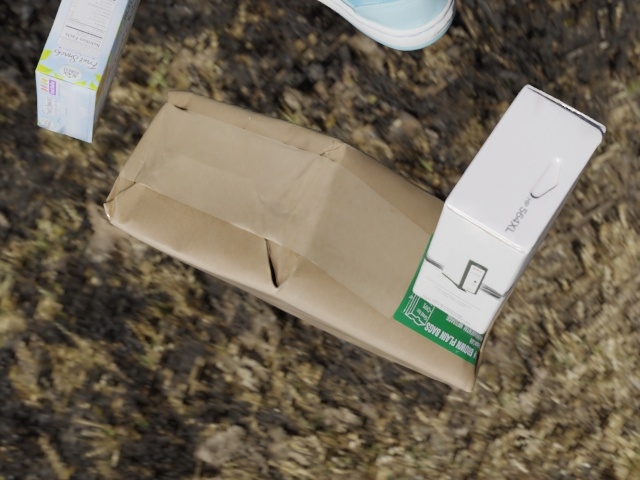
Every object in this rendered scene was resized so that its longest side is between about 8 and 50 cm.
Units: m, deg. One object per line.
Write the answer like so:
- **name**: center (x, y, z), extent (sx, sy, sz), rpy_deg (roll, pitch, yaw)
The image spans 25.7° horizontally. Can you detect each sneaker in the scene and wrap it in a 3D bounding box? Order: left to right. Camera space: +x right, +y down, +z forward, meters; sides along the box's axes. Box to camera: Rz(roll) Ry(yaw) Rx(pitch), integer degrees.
- **sneaker**: center (-0.003, -0.338, 1.413), extent (0.319, 0.208, 0.127), rpy_deg (30, 73, 19)

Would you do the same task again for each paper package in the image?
- **paper package**: center (0.000, 0.000, 1.464), extent (0.309, 0.325, 0.168), rpy_deg (22, 84, 48)

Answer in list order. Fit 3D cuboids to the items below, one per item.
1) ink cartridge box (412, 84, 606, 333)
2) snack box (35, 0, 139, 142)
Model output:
- **ink cartridge box**: center (0.166, -0.025, 1.266), extent (0.086, 0.203, 0.148), rpy_deg (32, 67, 9)
- **snack box**: center (-0.236, -0.228, 1.469), extent (0.070, 0.174, 0.207), rpy_deg (17, 73, -7)
